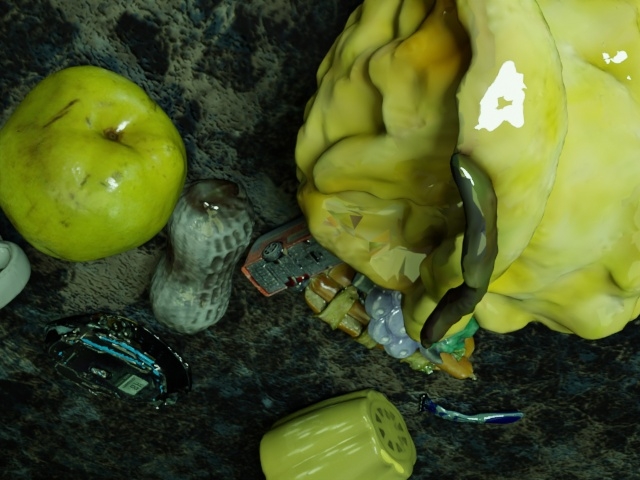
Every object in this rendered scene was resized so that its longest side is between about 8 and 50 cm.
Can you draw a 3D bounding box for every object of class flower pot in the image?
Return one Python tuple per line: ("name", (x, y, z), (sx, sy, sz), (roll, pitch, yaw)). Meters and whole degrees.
("flower pot", (0.036, 0.323, 0.958), (0.179, 0.195, 0.195), (-36, 116, 20))

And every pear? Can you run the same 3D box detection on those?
("pear", (-0.240, -0.072, 0.664), (0.200, 0.200, 0.200), (6, 131, 7))

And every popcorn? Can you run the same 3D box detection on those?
("popcorn", (0.136, -0.062, 0.486), (0.349, 0.382, 0.349), (8, 112, 19))

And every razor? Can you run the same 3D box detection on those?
("razor", (0.227, 0.262, 0.957), (0.155, 0.028, 0.044), (6, 131, 7))

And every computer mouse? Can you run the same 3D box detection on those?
("computer mouse", (-0.299, 0.174, 0.957), (0.242, 0.077, 0.146), (36, 128, -23))

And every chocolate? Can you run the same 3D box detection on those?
("chocolate", (-0.150, 0.024, 0.781), (0.110, 0.110, 0.248), (17, 127, -4))

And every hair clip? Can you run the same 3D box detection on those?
("hair clip", (0.111, 0.080, 0.753), (0.195, 0.052, 0.124), (28, 100, -28))

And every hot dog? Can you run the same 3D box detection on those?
("hot dog", (0.096, 0.105, 0.822), (0.269, 0.072, 0.109), (31, 132, -13))

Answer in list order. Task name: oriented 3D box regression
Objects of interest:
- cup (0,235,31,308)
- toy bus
("cup", (-0.529, 0.075, 0.805), (0.301, 0.257, 0.227), (-1, 132, 10))
("toy bus", (0.000, 0.000, 0.747), (0.192, 0.077, 0.065), (-25, 120, 26))
